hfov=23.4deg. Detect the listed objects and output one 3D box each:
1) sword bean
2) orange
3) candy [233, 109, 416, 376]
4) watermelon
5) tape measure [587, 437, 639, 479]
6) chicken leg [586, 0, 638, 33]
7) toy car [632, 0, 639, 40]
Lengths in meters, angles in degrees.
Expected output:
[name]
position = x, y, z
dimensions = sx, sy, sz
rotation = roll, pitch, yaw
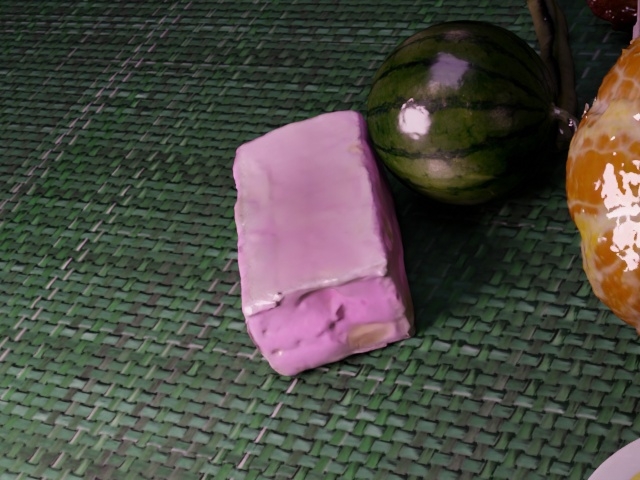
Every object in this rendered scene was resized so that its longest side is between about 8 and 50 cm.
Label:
[sword bean]
position = 0.254, -0.188, 1.681
dimensions = 0.043, 0.038, 0.269
rotation = -9, 41, 11
[orange]
position = 0.362, -0.042, 1.228
dimensions = 0.329, 0.329, 0.249
rotation = -22, -3, 5
[candy]
position = 0.000, 0.000, 1.542
dimensions = 0.155, 0.116, 0.265
rotation = -16, 40, 8
[watermelon]
position = 0.154, -0.128, 1.541
dimensions = 0.215, 0.188, 0.188
rotation = -3, 43, 26
[tape measure]
position = 0.220, 0.235, 1.148
dimensions = 0.351, 0.098, 0.215
rotation = 6, 49, 30
[chicken leg]
position = 0.435, -0.265, 1.646
dimensions = 0.322, 0.083, 0.177
rotation = 11, 32, 41
[toy car]
position = 0.458, -0.219, 1.397
dimensions = 0.336, 0.226, 0.242
rotation = 4, 52, 9
